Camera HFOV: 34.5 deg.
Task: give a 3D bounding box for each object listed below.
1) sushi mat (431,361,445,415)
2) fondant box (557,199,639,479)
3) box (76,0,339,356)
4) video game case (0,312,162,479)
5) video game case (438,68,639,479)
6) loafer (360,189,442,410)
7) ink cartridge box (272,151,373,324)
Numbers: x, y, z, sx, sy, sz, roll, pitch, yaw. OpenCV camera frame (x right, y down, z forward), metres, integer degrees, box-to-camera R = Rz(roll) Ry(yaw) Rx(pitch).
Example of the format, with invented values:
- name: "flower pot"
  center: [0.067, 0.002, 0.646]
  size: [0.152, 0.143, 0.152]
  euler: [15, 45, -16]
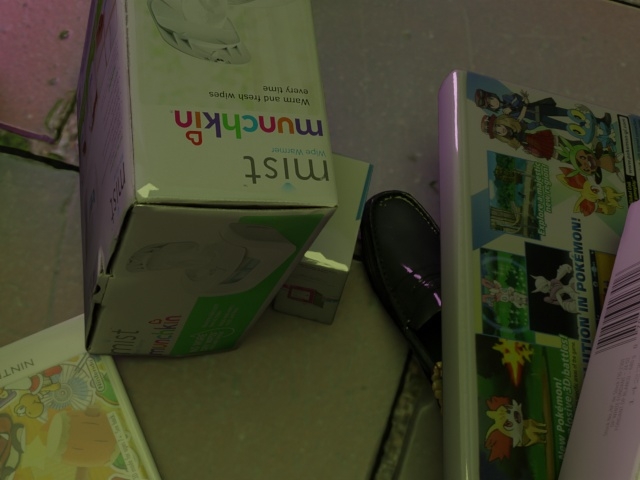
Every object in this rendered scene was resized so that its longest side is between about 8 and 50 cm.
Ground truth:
- name: "sushi mat"
  center: [0.236, 0.143, 0.729]
  size: [0.316, 0.019, 0.151]
  euler: [-3, 64, -23]
- name: "fondant box"
  center: [0.331, 0.130, 0.647]
  size: [0.330, 0.096, 0.238]
  euler: [25, 68, -7]
- name: "box"
  center: [-0.097, -0.069, 0.708]
  size: [0.126, 0.262, 0.231]
  euler: [0, 65, -19]
- name: "video game case"
  center: [-0.218, 0.188, 0.731]
  size: [0.206, 0.026, 0.227]
  euler: [-22, 70, -12]
- name: "video game case"
  center: [0.227, 0.048, 0.743]
  size: [0.300, 0.036, 0.329]
  euler: [12, 61, -16]
- name: "loafer"
  center: [0.094, 0.053, 0.775]
  size: [0.076, 0.078, 0.223]
  euler: [-20, 69, -11]
- name: "ink cartridge box"
  center: [0.000, 0.000, 0.771]
  size: [0.052, 0.122, 0.088]
  euler: [15, 67, -1]
